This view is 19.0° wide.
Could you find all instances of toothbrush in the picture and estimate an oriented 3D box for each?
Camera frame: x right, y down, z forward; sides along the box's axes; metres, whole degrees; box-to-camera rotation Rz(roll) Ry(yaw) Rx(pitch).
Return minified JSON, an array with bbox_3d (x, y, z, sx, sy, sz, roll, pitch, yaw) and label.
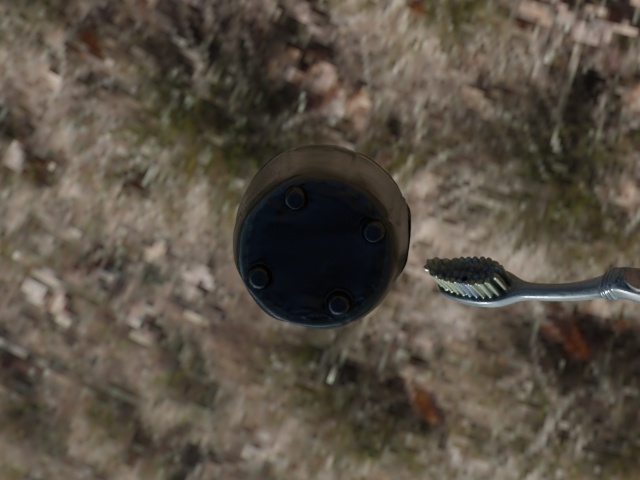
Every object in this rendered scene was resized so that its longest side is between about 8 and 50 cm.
[{"bbox_3d":[0.218,0.029,1.139,0.375,0.028,0.037,2,148,40],"label":"toothbrush"}]

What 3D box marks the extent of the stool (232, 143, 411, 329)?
[{"bbox_3d":[0.000,0.000,1.000,0.096,0.110,0.096,0,98,3],"label":"stool"}]
